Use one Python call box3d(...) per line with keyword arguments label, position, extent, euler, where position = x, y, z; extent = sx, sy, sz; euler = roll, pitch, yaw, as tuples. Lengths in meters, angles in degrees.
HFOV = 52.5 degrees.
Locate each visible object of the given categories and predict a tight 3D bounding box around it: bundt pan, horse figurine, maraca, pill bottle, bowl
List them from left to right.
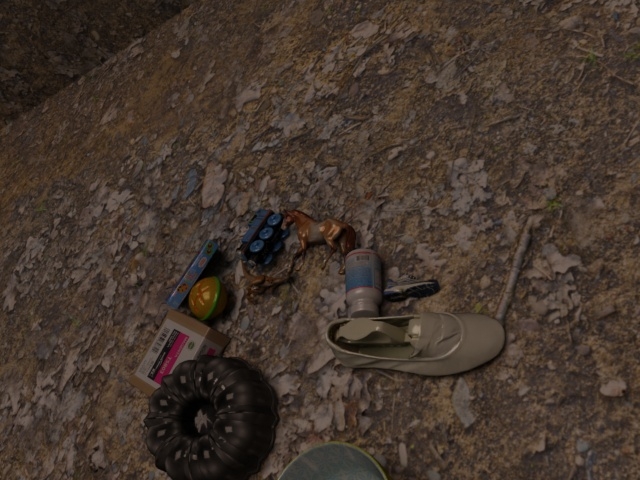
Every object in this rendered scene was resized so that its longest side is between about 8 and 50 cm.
box3d(label="bundt pan", position=(-0.273, 0.418, 1.519), extent=(0.330, 0.124, 0.331), euler=(-7, 66, 17))
box3d(label="maraca", position=(-0.319, 0.162, 1.801), extent=(0.185, 0.099, 0.127), euler=(-10, 60, 59))
box3d(label="horse figurine", position=(0.000, 0.000, 1.690), extent=(0.263, 0.066, 0.175), euler=(-2, 67, 38))
box3d(label="bowl", position=(0.050, 0.546, 1.233), extent=(0.289, 0.156, 0.290), euler=(-19, 53, 27))
box3d(label="pill bottle", position=(0.102, 0.106, 1.530), extent=(0.087, 0.087, 0.160), euler=(-18, 53, 27))

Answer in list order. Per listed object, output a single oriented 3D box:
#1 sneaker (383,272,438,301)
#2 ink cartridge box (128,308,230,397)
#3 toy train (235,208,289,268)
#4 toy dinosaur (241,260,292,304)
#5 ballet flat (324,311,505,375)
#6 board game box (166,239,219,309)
box3d(label="sneaker", position=(0.205, 0.098, 1.485), extent=(0.135, 0.052, 0.058), euler=(-12, 52, 30))
box3d(label="ink cartridge box", position=(-0.380, 0.322, 1.744), extent=(0.193, 0.088, 0.235), euler=(14, 71, 42))
box3d(label="toy train", position=(-0.162, -0.006, 1.786), extent=(0.105, 0.080, 0.184), euler=(7, 52, 35))
box3d(label="toy dinosaur", position=(-0.165, 0.113, 1.756), extent=(0.211, 0.064, 0.112), euler=(8, 41, 37))
box3d(label="ballet flat", position=(0.180, 0.208, 1.376), extent=(0.400, 0.139, 0.139), euler=(-8, 58, 32))
box3d(label="board game box", position=(-0.370, 0.095, 1.862), extent=(0.212, 0.039, 0.160), euler=(-56, 11, -8))
